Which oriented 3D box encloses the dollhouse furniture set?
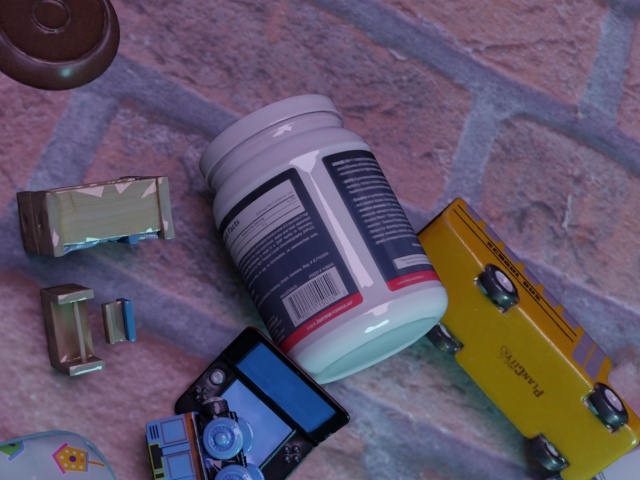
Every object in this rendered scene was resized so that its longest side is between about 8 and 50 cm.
[{"bbox_3d":[-0.231,0.031,1.361,0.129,0.129,0.183,-10,97,-26],"label":"dollhouse furniture set"}]

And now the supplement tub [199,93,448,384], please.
[{"bbox_3d":[0.000,0.000,1.405,0.191,0.191,0.272,-19,73,-27],"label":"supplement tub"}]

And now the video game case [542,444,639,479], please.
[{"bbox_3d":[0.437,0.394,1.515,0.300,0.036,0.329,-13,74,-26],"label":"video game case"}]

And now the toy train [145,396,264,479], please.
[{"bbox_3d":[-0.112,0.254,1.317,0.105,0.080,0.184,-14,81,7],"label":"toy train"}]

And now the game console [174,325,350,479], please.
[{"bbox_3d":[-0.063,0.179,1.351,0.144,0.085,0.124,43,83,0],"label":"game console"}]

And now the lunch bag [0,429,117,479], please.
[{"bbox_3d":[-0.265,0.314,1.177,0.224,0.108,0.279,-11,59,-42],"label":"lunch bag"}]

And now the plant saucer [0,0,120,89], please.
[{"bbox_3d":[-0.309,-0.252,1.484,0.168,0.029,0.168,8,67,-20],"label":"plant saucer"}]

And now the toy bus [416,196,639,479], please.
[{"bbox_3d":[0.223,0.114,1.483,0.332,0.108,0.130,47,25,2],"label":"toy bus"}]
